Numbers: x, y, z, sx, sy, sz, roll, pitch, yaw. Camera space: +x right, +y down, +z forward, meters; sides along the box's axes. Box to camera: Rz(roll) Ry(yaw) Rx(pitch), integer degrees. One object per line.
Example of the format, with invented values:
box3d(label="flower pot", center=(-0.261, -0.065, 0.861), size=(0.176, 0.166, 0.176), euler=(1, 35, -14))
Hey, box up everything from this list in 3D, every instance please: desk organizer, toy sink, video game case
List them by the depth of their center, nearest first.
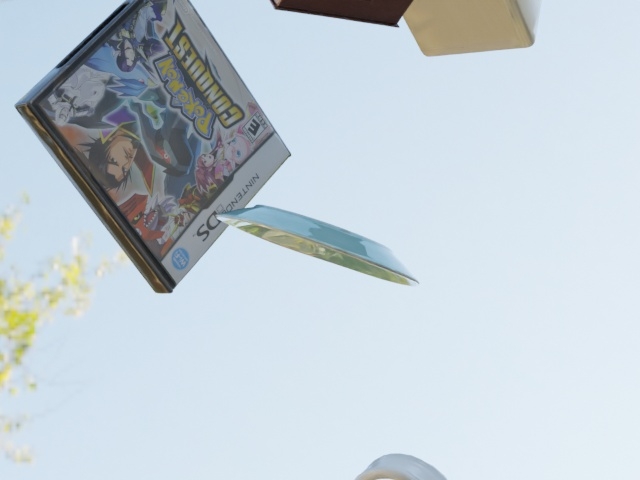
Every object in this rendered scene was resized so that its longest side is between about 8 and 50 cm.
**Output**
box3d(label="desk organizer", center=(0.017, -0.205, 1.073), size=(0.130, 0.047, 0.050), euler=(0, -41, -41))
box3d(label="toy sink", center=(0.126, -0.313, 1.348), size=(0.131, 0.153, 0.234), euler=(-2, -31, 25))
box3d(label="video game case", center=(-0.178, -0.122, 1.562), size=(0.035, 0.248, 0.275), euler=(-1, -49, 48))

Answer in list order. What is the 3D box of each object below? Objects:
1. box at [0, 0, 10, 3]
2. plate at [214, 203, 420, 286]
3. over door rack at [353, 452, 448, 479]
box3d(label="box", center=(-0.142, -0.088, 0.268), size=(0.203, 0.103, 0.114), euler=(-18, 12, -38))
box3d(label="plate", center=(0.000, 0.000, 1.198), size=(0.188, 0.188, 0.024), euler=(22, -94, -33))
box3d(label="over door rack", center=(0.040, 0.264, 0.451), size=(0.108, 0.324, 0.239), euler=(-34, -1, 36))
